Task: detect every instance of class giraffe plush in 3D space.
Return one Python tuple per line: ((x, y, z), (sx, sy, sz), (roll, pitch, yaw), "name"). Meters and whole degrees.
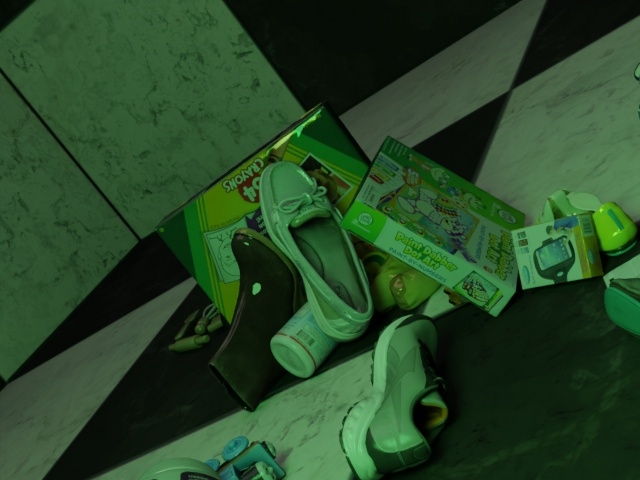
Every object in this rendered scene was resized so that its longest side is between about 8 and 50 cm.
((0.134, -0.006, 1.565), (0.210, 0.170, 0.181), (-26, 18, 40), "giraffe plush")

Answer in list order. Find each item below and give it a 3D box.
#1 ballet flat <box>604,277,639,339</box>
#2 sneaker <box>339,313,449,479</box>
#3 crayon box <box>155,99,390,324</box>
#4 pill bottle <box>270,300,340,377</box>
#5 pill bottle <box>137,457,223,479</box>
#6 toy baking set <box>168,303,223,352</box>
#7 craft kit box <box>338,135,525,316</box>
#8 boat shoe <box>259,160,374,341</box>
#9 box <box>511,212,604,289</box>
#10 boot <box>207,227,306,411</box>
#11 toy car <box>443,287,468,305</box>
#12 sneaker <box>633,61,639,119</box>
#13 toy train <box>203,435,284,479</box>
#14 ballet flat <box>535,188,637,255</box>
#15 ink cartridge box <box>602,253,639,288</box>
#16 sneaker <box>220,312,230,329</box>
((0.346, 0.082, 0.970), (0.068, 0.072, 0.213), (-7, 16, -3), "ballet flat")
((0.113, 0.183, 1.189), (0.108, 0.100, 0.271), (-14, 26, 26), "sneaker")
((-0.046, -0.011, 1.730), (0.363, 0.313, 0.106), (-35, 10, 11), "crayon box")
((-0.001, 0.140, 1.603), (0.160, 0.087, 0.087), (-45, 15, -29), "pill bottle")
((-0.154, 0.357, 1.099), (0.169, 0.169, 0.301), (-38, 13, 0), "pill bottle")
((-0.254, 0.186, 2.229), (0.256, 0.030, 0.197), (-22, 17, 47), "toy baking set")
((0.168, -0.028, 1.406), (0.061, 0.247, 0.250), (-56, 3, 30), "craft kit box")
((-0.002, 0.002, 1.562), (0.118, 0.320, 0.103), (-14, -21, -21), "boat shoe")
((0.296, 0.016, 1.271), (0.028, 0.081, 0.136), (-7, -6, -36), "box")
((-0.114, 0.128, 1.605), (0.090, 0.248, 0.207), (-2, 38, 44), "boot")
((0.218, 0.045, 1.438), (0.041, 0.060, 0.122), (9, 46, 27), "toy car")
((0.520, -0.206, 1.396), (0.315, 0.127, 0.182), (-38, 8, -35), "sneaker")
((-0.132, 0.338, 1.310), (0.184, 0.080, 0.105), (-35, 22, -1), "toy train")
((0.342, -0.032, 1.325), (0.077, 0.077, 0.231), (-38, 13, -8), "ballet flat")
((0.380, 0.033, 1.116), (0.115, 0.029, 0.063), (-34, 14, 18), "ink cartridge box")
((-0.092, 0.112, 1.906), (0.283, 0.107, 0.124), (-31, 21, 24), "sneaker")
